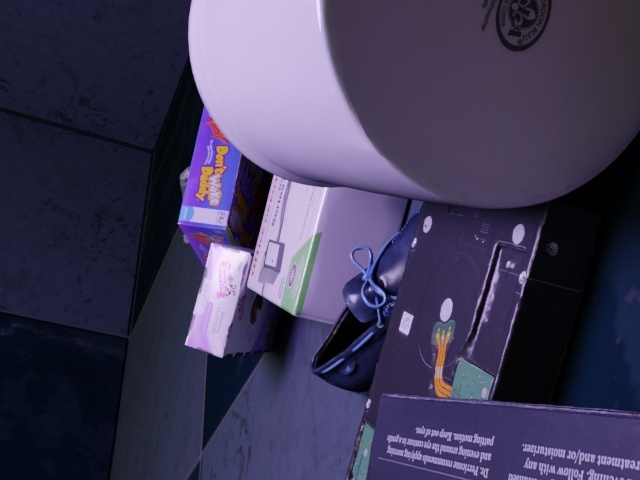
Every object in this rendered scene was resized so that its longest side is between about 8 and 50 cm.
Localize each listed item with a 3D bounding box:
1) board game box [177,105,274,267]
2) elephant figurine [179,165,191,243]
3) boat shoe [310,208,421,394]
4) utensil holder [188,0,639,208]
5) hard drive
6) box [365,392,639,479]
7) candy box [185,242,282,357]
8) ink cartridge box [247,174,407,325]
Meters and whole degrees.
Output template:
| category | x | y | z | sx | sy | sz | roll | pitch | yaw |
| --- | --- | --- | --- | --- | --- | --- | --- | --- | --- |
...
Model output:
| category | x | y | z | sx | sy | sz | roll | pitch | yaw |
| --- | --- | --- | --- | --- | --- | --- | --- | --- | --- |
| board game box | -0.152 | -0.070 | 1.513 | 0.347 | 0.078 | 0.233 | 80 | -161 | -70 |
| elephant figurine | -0.179 | -0.127 | 1.777 | 0.239 | 0.169 | 0.186 | -29 | 76 | 45 |
| boat shoe | 0.065 | 0.076 | 0.979 | 0.109 | 0.089 | 0.258 | -110 | 39 | -60 |
| utensil holder | 0.077 | -0.196 | 0.797 | 0.385 | 0.327 | 0.328 | 23 | 98 | 68 |
| hard drive | 0.128 | 0.120 | 0.805 | 0.237 | 0.064 | 0.339 | -159 | 85 | -72 |
| box | 0.150 | 0.255 | 0.455 | 0.343 | 0.178 | 0.313 | 161 | 123 | -68 |
| candy box | -0.124 | 0.096 | 1.385 | 0.196 | 0.070 | 0.165 | 15 | -89 | -71 |
| ink cartridge box | 0.000 | 0.000 | 1.185 | 0.273 | 0.114 | 0.198 | -168 | 92 | -72 |
